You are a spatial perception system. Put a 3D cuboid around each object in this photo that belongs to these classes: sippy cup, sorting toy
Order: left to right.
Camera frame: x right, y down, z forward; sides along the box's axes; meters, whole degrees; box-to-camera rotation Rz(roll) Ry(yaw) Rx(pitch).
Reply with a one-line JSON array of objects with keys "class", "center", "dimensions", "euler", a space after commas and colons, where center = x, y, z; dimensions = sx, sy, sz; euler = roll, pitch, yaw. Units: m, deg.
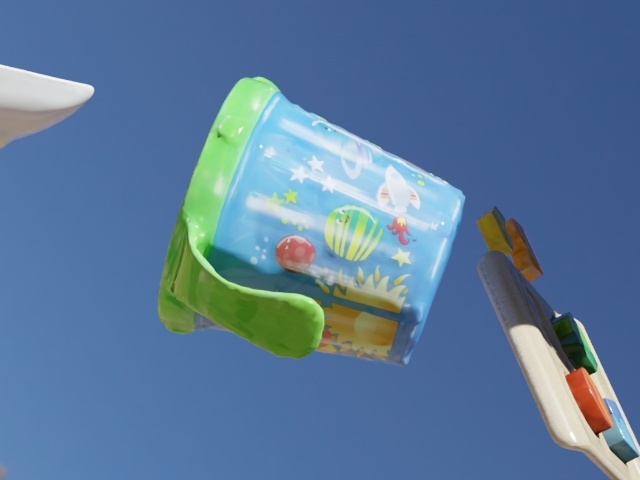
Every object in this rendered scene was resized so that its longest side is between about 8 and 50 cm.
[{"class": "sippy cup", "center": [0.000, 0.000, 1.659], "dimensions": [0.224, 0.305, 0.240], "euler": [19, -28, 5]}, {"class": "sorting toy", "center": [0.224, 0.086, 1.789], "dimensions": [0.229, 0.041, 0.307], "euler": [35, 29, -57]}]

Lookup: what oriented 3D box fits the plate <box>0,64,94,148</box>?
[{"class": "plate", "center": [-0.347, -0.091, 1.333], "dimensions": [0.277, 0.278, 0.045], "euler": [-9, -105, 50]}]
